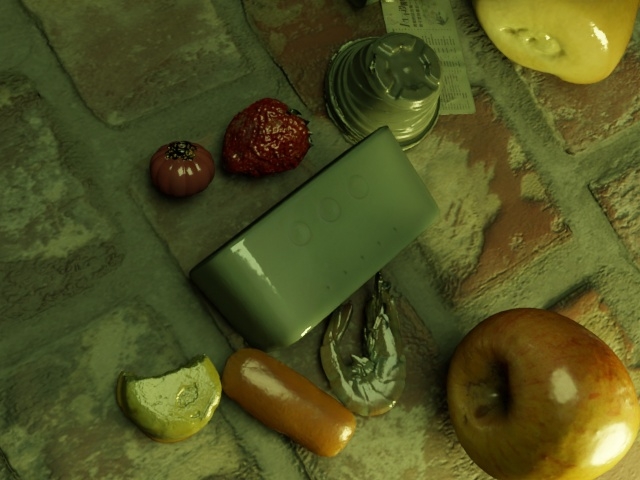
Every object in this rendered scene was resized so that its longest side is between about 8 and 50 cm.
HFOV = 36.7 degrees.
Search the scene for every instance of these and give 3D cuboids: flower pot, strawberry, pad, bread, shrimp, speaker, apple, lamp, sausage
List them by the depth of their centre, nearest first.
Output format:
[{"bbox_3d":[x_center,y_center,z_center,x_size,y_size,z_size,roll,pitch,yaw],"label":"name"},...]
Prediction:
[{"bbox_3d":[-0.226,0.245,1.471,0.156,0.086,0.125,-11,82,-22],"label":"bread"},{"bbox_3d":[-0.055,0.256,1.526,0.238,0.098,0.098,35,64,-14],"label":"sausage"},{"bbox_3d":[-0.227,-0.118,1.581,0.108,0.092,0.107,5,40,-4],"label":"lamp"},{"bbox_3d":[0.369,0.260,1.582,0.275,0.299,0.298,2,72,-32],"label":"apple"},{"bbox_3d":[0.000,0.000,1.584,0.406,0.183,0.184,-39,94,-27],"label":"speaker"},{"bbox_3d":[0.066,0.168,1.622,0.145,0.059,0.254,-6,80,-12],"label":"shrimp"},{"bbox_3d":[-0.095,-0.174,1.635,0.148,0.131,0.131,-18,80,-33],"label":"strawberry"},{"bbox_3d":[0.131,-0.286,1.743,0.236,0.140,0.235,5,72,-16],"label":"flower pot"},{"bbox_3d":[0.209,-0.367,1.874,0.160,0.009,0.264,-5,75,-22],"label":"pad"},{"bbox_3d":[0.494,-0.539,1.904,0.348,0.253,0.376,29,64,-6],"label":"bread"}]

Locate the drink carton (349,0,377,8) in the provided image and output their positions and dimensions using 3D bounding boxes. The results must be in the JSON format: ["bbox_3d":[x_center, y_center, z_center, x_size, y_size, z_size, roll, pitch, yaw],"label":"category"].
[{"bbox_3d":[0.123,-0.541,1.815,0.190,0.185,0.191,-29,76,-13],"label":"drink carton"}]
